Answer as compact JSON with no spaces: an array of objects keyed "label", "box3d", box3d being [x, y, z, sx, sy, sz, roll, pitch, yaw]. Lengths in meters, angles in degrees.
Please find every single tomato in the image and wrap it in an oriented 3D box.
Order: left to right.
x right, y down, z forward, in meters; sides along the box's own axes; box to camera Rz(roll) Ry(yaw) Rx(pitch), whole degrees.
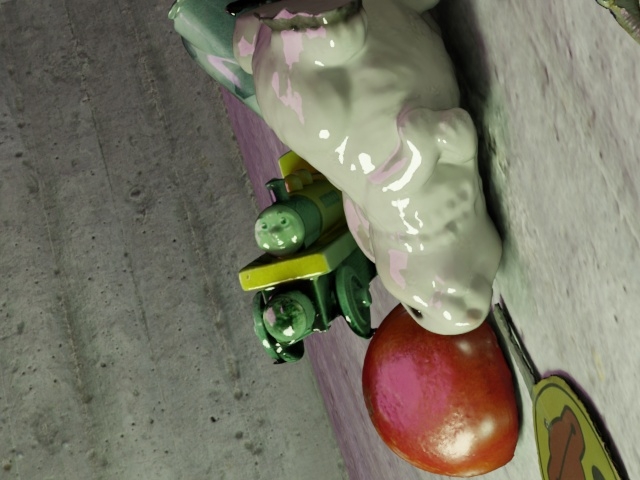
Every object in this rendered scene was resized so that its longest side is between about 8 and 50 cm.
[{"label":"tomato","box3d":[0.120,0.164,1.288,0.233,0.139,0.200,-149,47,-79]}]

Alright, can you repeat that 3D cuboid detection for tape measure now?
[{"label":"tape measure","box3d":[-0.030,-0.206,1.314,0.256,0.147,0.275,40,-173,2]}]

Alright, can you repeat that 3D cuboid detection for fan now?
[{"label":"fan","box3d":[0.226,0.197,1.079,0.230,0.011,0.335,85,167,-53]}]

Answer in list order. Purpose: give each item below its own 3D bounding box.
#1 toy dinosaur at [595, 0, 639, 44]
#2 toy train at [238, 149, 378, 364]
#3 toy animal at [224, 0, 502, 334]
[{"label":"toy dinosaur","box3d":[0.176,-0.158,0.683,0.058,0.037,0.180,42,-147,-59]},{"label":"toy train","box3d":[0.000,0.000,1.424,0.369,0.150,0.237,-39,-66,-70]},{"label":"toy animal","box3d":[0.062,-0.081,1.112,0.258,0.194,0.357,16,131,56]}]
